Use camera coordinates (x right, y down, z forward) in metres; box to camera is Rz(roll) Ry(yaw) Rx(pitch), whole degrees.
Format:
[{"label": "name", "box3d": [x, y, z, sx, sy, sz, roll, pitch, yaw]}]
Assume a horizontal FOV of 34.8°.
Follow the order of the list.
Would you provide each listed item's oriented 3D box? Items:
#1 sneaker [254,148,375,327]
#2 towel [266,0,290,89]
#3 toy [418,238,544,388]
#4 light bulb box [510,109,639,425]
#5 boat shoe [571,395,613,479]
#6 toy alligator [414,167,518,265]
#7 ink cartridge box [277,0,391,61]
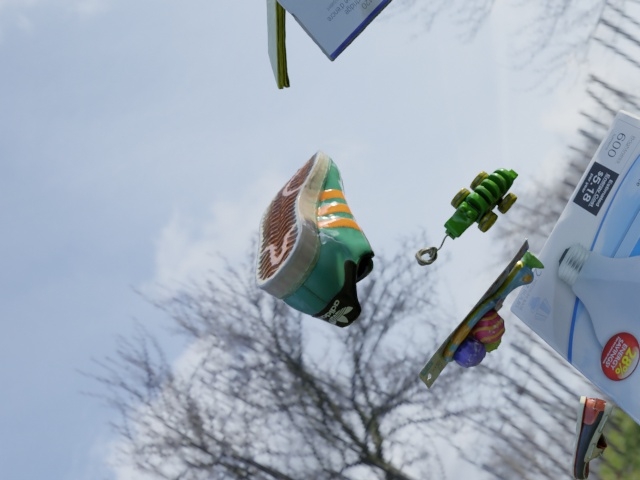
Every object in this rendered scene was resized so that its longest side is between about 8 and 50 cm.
[{"label": "sneaker", "box3d": [0.000, 0.000, 1.223, 0.108, 0.121, 0.302, -43, 19, 26]}, {"label": "towel", "box3d": [-0.057, -0.323, 1.339, 0.102, 0.021, 0.237, -104, 10, -46]}, {"label": "toy", "box3d": [0.234, 0.118, 1.423, 0.237, 0.056, 0.137, -53, -20, -6]}, {"label": "light bulb box", "box3d": [0.510, 0.058, 1.418, 0.225, 0.361, 0.358, 20, -77, -27]}, {"label": "boat shoe", "box3d": [0.361, 0.267, 1.360, 0.049, 0.043, 0.137, -57, -30, -56]}, {"label": "toy alligator", "box3d": [0.187, -0.039, 1.251, 0.190, 0.056, 0.051, -41, -17, -25]}, {"label": "ink cartridge box", "box3d": [0.020, -0.403, 1.069, 0.303, 0.307, 0.072, -43, -2, 22]}]
